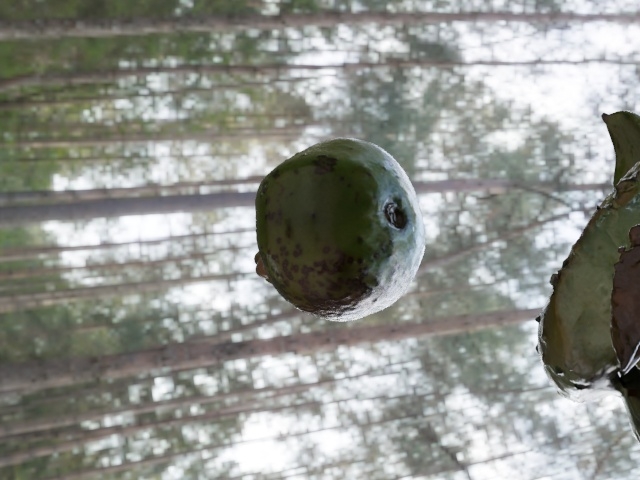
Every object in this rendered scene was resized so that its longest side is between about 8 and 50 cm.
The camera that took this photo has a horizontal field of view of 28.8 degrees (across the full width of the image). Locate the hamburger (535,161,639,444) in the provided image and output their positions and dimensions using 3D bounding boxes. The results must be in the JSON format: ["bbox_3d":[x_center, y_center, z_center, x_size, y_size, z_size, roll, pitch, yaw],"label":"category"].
[{"bbox_3d":[0.318,0.030,0.982,0.195,0.318,0.277,40,-8,17],"label":"hamburger"}]

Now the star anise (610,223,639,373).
[{"bbox_3d":[0.164,-0.044,0.550,0.144,0.140,0.158,37,-54,44],"label":"star anise"}]

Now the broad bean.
[{"bbox_3d":[0.368,0.011,1.274,0.075,0.067,0.325,-28,-90,34],"label":"broad bean"}]

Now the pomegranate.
[{"bbox_3d":[0.000,0.000,1.459,0.248,0.214,0.214,-27,-108,43],"label":"pomegranate"}]
